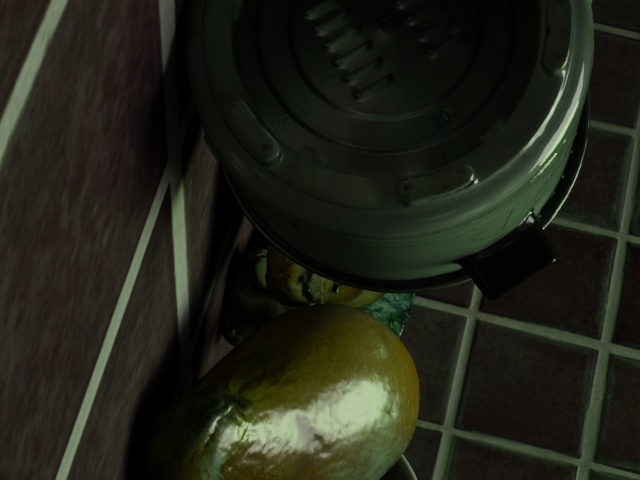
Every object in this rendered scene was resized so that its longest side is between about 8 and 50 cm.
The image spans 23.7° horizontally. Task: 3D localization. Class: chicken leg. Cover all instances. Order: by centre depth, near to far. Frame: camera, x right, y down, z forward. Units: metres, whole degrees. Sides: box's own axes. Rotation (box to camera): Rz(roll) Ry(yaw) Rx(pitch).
[{"bbox_3d":[0.000,0.000,1.471,0.429,0.153,0.201,-52,144,-63],"label":"chicken leg"}]

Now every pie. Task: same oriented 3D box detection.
[{"bbox_3d":[-0.017,-0.082,1.209,0.274,0.055,0.274,1,90,-89],"label":"pie"}]

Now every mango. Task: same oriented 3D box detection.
[{"bbox_3d":[-0.031,0.142,1.141,0.193,0.146,0.316,-57,162,18],"label":"mango"}]

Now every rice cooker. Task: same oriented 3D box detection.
[{"bbox_3d":[0.045,-0.096,0.910,0.241,0.280,0.227,-35,168,-2],"label":"rice cooker"}]

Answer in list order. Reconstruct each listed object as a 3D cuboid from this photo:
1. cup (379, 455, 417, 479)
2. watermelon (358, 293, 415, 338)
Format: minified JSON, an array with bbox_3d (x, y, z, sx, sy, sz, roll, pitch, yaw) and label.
[{"bbox_3d":[-0.035,0.315,1.371,0.317,0.212,0.212,100,6,-51],"label":"cup"},{"bbox_3d":[-0.005,0.082,1.886,0.226,0.148,0.318,-59,-169,3],"label":"watermelon"}]
